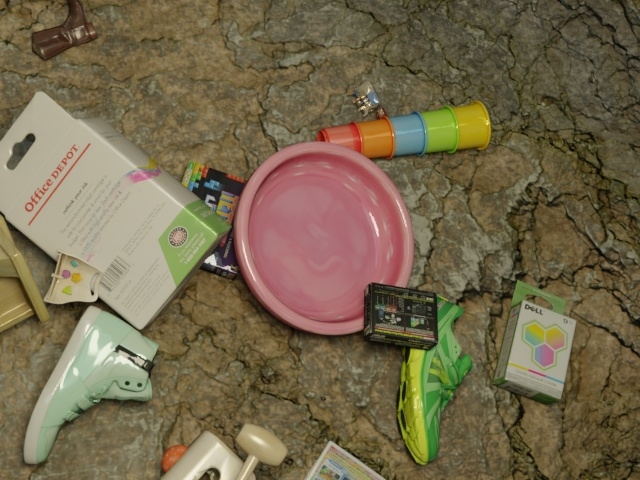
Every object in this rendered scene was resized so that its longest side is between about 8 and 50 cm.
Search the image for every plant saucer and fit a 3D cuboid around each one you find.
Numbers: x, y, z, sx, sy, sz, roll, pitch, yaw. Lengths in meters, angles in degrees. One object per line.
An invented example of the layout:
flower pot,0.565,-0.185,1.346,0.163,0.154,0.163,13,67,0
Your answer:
plant saucer,0.000,0.000,1.628,0.332,0.084,0.332,7,75,-26

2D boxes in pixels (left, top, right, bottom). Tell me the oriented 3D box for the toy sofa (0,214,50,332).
toy sofa,-0.609,0.107,1.417,0.362,0.150,0.177,-31,46,-22

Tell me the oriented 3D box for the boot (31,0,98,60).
boot,-0.465,-0.378,1.679,0.114,0.037,0.106,-27,79,-17

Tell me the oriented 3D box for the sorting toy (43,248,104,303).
sorting toy,-0.371,0.059,1.455,0.075,0.045,0.083,17,100,-4

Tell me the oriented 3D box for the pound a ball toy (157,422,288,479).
pound a ball toy,-0.212,0.390,1.402,0.136,0.208,0.319,42,68,1

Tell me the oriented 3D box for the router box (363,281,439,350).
router box,0.133,0.125,1.575,0.122,0.038,0.092,10,60,-14

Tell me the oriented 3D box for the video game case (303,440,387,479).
video game case,0.041,0.431,1.559,0.157,0.019,0.143,35,67,-1

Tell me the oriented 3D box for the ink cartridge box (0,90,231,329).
ink cartridge box,-0.344,-0.053,1.513,0.353,0.119,0.207,40,101,0

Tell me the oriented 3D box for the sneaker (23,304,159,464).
sneaker,-0.342,0.244,1.453,0.151,0.094,0.256,26,86,-5

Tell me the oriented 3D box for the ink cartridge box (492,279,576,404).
ink cartridge box,0.389,0.175,1.713,0.109,0.062,0.209,21,68,-7

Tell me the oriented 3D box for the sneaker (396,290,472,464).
sneaker,0.198,0.230,1.618,0.123,0.109,0.296,10,70,-8

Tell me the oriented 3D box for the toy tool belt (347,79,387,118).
toy tool belt,0.085,-0.256,1.784,0.051,0.052,0.083,-26,76,10

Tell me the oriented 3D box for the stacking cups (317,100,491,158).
stacking cups,0.153,-0.186,1.756,0.316,0.096,0.096,-12,76,-15

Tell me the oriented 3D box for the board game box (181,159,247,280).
board game box,-0.187,-0.034,1.633,0.141,0.048,0.170,18,69,-8
